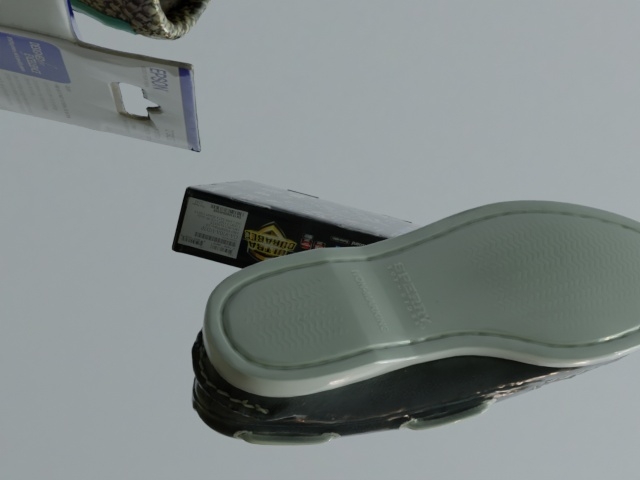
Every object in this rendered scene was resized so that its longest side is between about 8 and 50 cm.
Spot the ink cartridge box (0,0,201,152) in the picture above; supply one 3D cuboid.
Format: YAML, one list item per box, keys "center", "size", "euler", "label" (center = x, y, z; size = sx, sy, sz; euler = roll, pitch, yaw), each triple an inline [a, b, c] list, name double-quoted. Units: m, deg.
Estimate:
- center: [-0.240, -0.129, 1.005]
  size: [0.371, 0.069, 0.176]
  euler: [14, -11, 1]
  label: "ink cartridge box"

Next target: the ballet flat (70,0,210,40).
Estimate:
- center: [0.023, -0.307, 1.187]
  size: [0.182, 0.483, 0.164]
  euler: [37, -9, 32]
  label: "ballet flat"

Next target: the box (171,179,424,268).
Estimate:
- center: [0.000, 0.000, 1.407]
  size: [0.175, 0.051, 0.220]
  euler: [15, 5, 8]
  label: "box"

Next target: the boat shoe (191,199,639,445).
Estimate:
- center: [0.069, 0.050, 1.094]
  size: [0.302, 0.114, 0.091]
  euler: [-4, -34, -17]
  label: "boat shoe"
